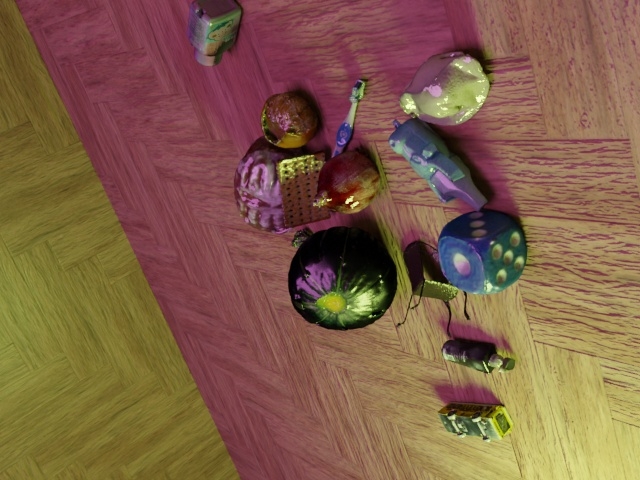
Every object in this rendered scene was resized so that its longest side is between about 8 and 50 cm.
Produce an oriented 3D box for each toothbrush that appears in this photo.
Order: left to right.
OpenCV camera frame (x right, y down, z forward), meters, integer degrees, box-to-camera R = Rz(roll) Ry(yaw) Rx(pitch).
[{"bbox_3d":[0.059,-0.263,1.874,0.040,0.040,0.386,47,152,17],"label":"toothbrush"}]

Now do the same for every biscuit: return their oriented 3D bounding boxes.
[{"bbox_3d":[-0.046,-0.134,2.012,0.016,0.139,0.232,-110,9,-47],"label":"biscuit"}]

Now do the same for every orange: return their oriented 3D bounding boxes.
[{"bbox_3d":[-0.084,-0.309,1.938,0.156,0.134,0.157,34,154,20],"label":"orange"}]

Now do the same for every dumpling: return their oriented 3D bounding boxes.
[{"bbox_3d":[0.256,-0.294,1.491,0.155,0.111,0.181,36,169,-29],"label":"dumpling"}]

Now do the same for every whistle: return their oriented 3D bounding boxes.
[{"bbox_3d":[0.253,-0.166,1.621,0.274,0.093,0.186,46,175,13],"label":"whistle"}]

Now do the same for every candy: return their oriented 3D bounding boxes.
[{"bbox_3d":[-0.134,-0.150,2.091,0.214,0.157,0.290,11,129,9],"label":"candy"}]

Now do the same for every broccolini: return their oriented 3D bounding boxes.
[{"bbox_3d":[0.002,-0.001,2.199,0.067,0.058,0.216,27,163,-40],"label":"broccolini"}]

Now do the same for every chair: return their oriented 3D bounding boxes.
[{"bbox_3d":[0.272,0.115,1.864,0.174,0.148,0.213,114,160,-59],"label":"chair"}]

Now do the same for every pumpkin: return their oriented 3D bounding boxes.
[{"bbox_3d":[0.065,0.083,2.007,0.295,0.295,0.296,36,144,32],"label":"pumpkin"}]

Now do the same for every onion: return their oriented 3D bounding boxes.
[{"bbox_3d":[0.053,-0.130,1.841,0.159,0.195,0.160,26,134,30],"label":"onion"}]

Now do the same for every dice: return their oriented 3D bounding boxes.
[{"bbox_3d":[0.345,0.025,1.608,0.146,0.146,0.143,18,131,49],"label":"dice"}]

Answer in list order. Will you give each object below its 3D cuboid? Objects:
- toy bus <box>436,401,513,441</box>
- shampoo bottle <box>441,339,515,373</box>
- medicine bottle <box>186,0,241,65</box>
[{"bbox_3d":[0.412,0.488,2.021,0.081,0.074,0.226,61,150,-6],"label":"toy bus"},{"bbox_3d":[0.394,0.293,1.873,0.207,0.063,0.057,4,133,54],"label":"shampoo bottle"},{"bbox_3d":[-0.291,-0.560,2.008,0.094,0.119,0.188,49,149,15],"label":"medicine bottle"}]
